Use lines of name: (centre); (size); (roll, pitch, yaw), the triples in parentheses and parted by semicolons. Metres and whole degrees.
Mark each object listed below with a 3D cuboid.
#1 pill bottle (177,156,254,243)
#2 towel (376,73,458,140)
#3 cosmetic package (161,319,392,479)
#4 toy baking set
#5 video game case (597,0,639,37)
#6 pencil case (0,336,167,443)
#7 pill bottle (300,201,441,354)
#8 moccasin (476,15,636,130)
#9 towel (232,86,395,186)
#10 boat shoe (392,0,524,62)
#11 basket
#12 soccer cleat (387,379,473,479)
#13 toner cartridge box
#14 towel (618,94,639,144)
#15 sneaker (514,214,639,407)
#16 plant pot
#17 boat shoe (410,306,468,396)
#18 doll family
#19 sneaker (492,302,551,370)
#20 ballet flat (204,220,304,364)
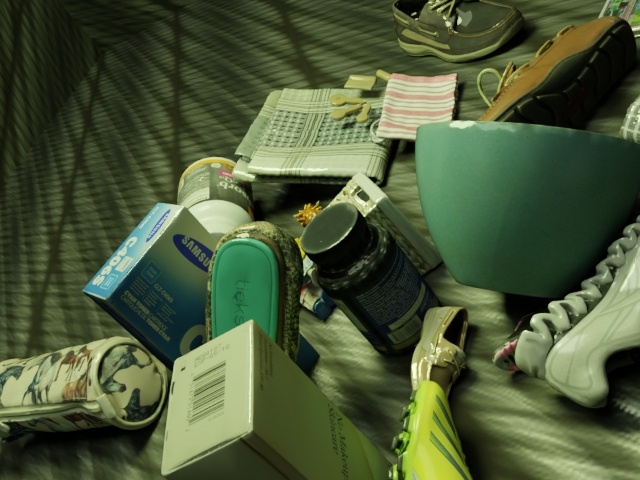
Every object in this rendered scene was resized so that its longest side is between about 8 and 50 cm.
pill bottle: (-0.213, -0.040, 1.510); (0.162, 0.162, 0.278); (-31, 33, 12)
towel: (0.190, -0.261, 1.441); (0.144, 0.029, 0.197); (3, 47, 13)
cosmetic package: (-0.030, 0.252, 0.820); (0.113, 0.309, 0.160); (-30, 34, 16)
toy baking set: (0.134, -0.268, 1.499); (0.256, 0.030, 0.196); (30, 57, 32)
video game case: (0.590, -0.427, 1.303); (0.183, 0.023, 0.201); (2, 51, 46)
pencil case: (-0.467, 0.280, 1.367); (0.410, 0.160, 0.183); (-14, 23, 34)
pill bottle: (0.070, 0.054, 1.047); (0.122, 0.219, 0.123); (-26, 34, 20)
moccasin: (0.344, -0.232, 1.200); (0.380, 0.139, 0.147); (-48, 32, -15)
towel: (-0.002, -0.229, 1.532); (0.324, 0.056, 0.312); (2, 46, 18)
boat shoe: (0.268, -0.468, 1.578); (0.132, 0.130, 0.355); (-50, 33, -16)
basket: (0.091, -0.006, 1.158); (0.103, 0.167, 0.113); (-44, 31, 4)
soccer cleat: (0.140, 0.287, 0.820); (0.121, 0.093, 0.289); (7, 43, -2)
toner cartridge box: (-0.157, 0.123, 1.072); (0.075, 0.348, 0.165); (8, 55, 48)
towel: (0.560, -0.185, 0.939); (0.283, 0.121, 0.235); (-44, 33, -8)
sneaker: (0.361, 0.073, 0.857); (0.292, 0.110, 0.118); (-43, 51, -9)
plant pot: (0.256, -0.032, 0.959); (0.290, 0.290, 0.196); (9, 92, 50)
boat shoe: (0.163, 0.152, 0.979); (0.059, 0.063, 0.170); (-19, 38, 34)
doll family: (0.000, 0.000, 1.281); (0.263, 0.118, 0.163); (-48, 33, -13)
sneaker: (0.264, 0.119, 0.940); (0.119, 0.047, 0.057); (-33, 26, -4)
ballet flat: (-0.089, 0.217, 1.006); (0.164, 0.182, 0.483); (8, 91, 19)
